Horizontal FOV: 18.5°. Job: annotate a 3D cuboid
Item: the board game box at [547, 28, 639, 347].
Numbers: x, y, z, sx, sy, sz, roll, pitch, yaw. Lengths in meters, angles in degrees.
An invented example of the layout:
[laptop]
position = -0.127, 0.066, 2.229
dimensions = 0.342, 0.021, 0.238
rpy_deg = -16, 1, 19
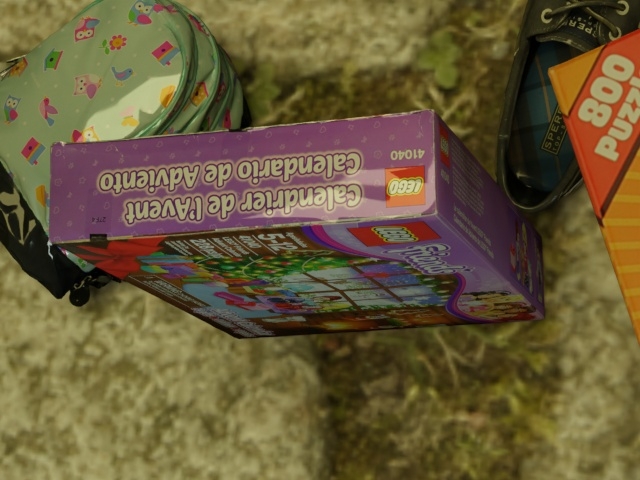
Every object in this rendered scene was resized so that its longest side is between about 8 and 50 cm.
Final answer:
[board game box]
position = 0.370, 0.057, 0.888
dimensions = 0.356, 0.356, 0.356
rpy_deg = -24, 67, 21

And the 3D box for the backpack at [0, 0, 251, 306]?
[backpack]
position = -0.135, -0.069, 1.236
dimensions = 0.182, 0.115, 0.152
rpy_deg = -37, 69, 4

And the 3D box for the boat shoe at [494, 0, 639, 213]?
[boat shoe]
position = 0.147, -0.118, 1.128
dimensions = 0.080, 0.076, 0.228
rpy_deg = 23, 117, 7

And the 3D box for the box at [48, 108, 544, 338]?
[box]
position = 0.000, 0.000, 1.086
dimensions = 0.201, 0.293, 0.057
rpy_deg = -5, 77, 16
